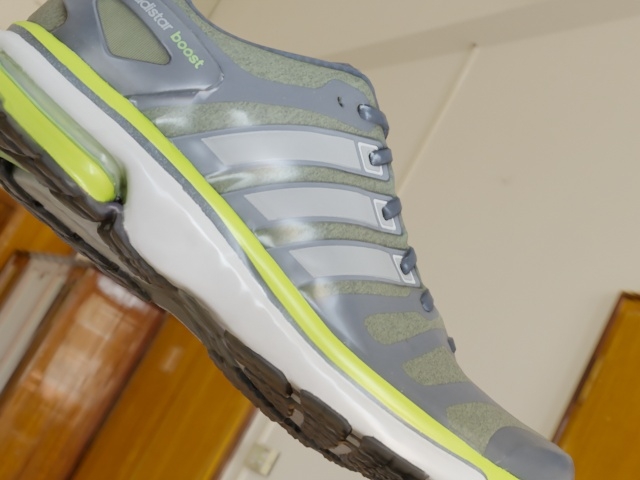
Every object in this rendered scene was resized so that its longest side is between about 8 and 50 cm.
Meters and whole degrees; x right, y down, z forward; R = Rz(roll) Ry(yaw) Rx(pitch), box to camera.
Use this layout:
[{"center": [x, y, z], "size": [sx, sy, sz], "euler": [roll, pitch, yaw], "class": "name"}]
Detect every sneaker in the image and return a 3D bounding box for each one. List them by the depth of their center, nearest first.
[{"center": [0.000, 0.000, 0.416], "size": [0.300, 0.121, 0.111], "euler": [43, -17, -12], "class": "sneaker"}]
